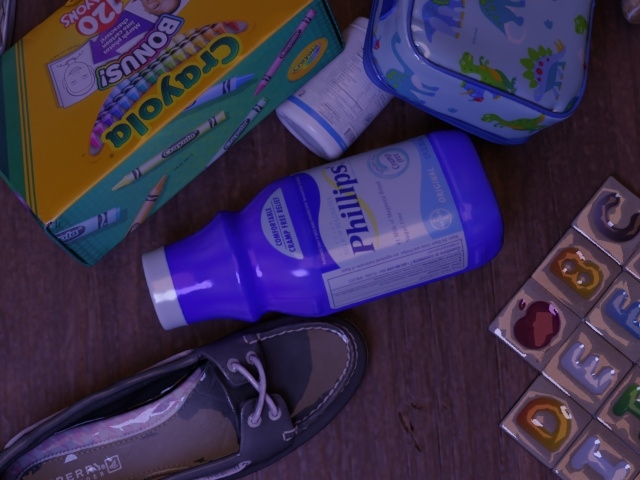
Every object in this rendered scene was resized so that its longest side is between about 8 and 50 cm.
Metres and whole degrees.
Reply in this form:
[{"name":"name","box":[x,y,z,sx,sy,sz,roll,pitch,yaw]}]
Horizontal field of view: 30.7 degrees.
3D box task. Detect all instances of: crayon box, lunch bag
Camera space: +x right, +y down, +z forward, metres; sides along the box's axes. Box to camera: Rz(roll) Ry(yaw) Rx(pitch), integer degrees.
[{"name":"crayon box","box":[-0.140,-0.133,0.942,0.278,0.081,0.165,-41,61,-5]},{"name":"lunch bag","box":[0.130,-0.201,0.940,0.176,0.090,0.219,18,69,-21]}]

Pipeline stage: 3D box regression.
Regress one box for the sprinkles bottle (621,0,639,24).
[{"name":"sprinkles bottle","box":[0.267,-0.367,0.982,0.121,0.121,0.355,-14,83,-2]}]

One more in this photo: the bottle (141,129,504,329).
[{"name":"bottle","box":[0.000,0.000,0.942,0.282,0.092,0.118,-16,58,-2]}]

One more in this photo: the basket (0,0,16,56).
[{"name":"basket","box":[-0.318,-0.245,0.971,0.113,0.103,0.167,3,83,0]}]

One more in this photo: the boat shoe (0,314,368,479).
[{"name":"boat shoe","box":[-0.113,0.151,0.926,0.335,0.095,0.112,-23,83,-3]}]

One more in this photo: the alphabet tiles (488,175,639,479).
[{"name":"alphabet tiles","box":[0.324,0.117,0.977,0.342,0.011,0.285,40,84,4]}]

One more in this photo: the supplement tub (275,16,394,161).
[{"name":"supplement tub","box":[0.021,-0.126,0.976,0.071,0.071,0.107,40,83,4]}]
